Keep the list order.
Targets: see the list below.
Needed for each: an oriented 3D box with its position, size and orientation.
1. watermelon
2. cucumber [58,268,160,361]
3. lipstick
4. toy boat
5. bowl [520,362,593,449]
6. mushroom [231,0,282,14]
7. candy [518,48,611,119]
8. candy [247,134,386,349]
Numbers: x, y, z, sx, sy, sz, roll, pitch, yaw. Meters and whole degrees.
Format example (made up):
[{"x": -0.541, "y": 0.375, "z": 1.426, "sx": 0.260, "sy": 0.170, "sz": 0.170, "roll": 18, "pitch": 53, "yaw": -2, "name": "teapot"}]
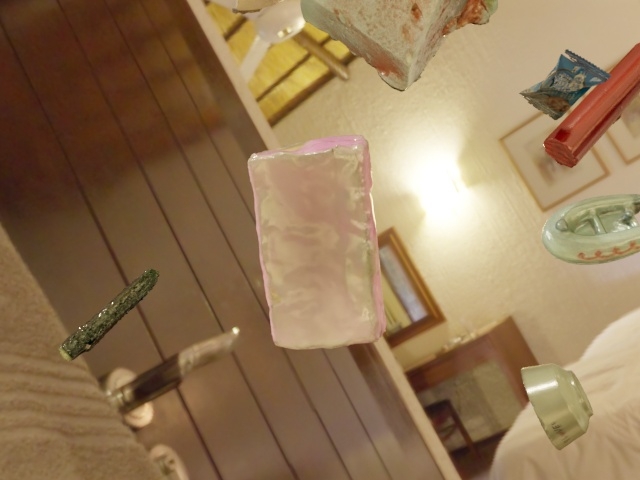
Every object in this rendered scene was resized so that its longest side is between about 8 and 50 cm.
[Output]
[{"x": 0.143, "y": -0.319, "z": 0.951, "sx": 0.320, "sy": 0.213, "sz": 0.289, "roll": -2, "pitch": 5, "yaw": -17, "name": "watermelon"}, {"x": -0.397, "y": 0.137, "z": 1.330, "sx": 0.256, "sy": 0.044, "sz": 0.043, "roll": -48, "pitch": -17, "yaw": -38, "name": "cucumber"}, {"x": 0.511, "y": -0.247, "z": 1.230, "sx": 0.279, "sy": 0.073, "sz": 0.073, "roll": -45, "pitch": -6, "yaw": -13, "name": "lipstick"}, {"x": 0.513, "y": -0.028, "z": 1.269, "sx": 0.208, "sy": 0.134, "sz": 0.079, "roll": -13, "pitch": -39, "yaw": 11, "name": "toy boat"}, {"x": 0.581, "y": 0.386, "z": 1.664, "sx": 0.112, "sy": 0.211, "sz": 0.211, "roll": -28, "pitch": -9, "yaw": 17, "name": "bowl"}, {"x": -0.080, "y": -0.540, "z": 1.212, "sx": 0.162, "sy": 0.236, "sz": 0.173, "roll": -7, "pitch": 8, "yaw": -11, "name": "mushroom"}, {"x": 0.396, "y": -0.253, "z": 1.133, "sx": 0.136, "sy": 0.088, "sz": 0.038, "roll": -46, "pitch": 23, "yaw": 59, "name": "candy"}, {"x": 0.000, "y": 0.000, "z": 0.911, "sx": 0.156, "sy": 0.265, "sz": 0.116, "roll": -4, "pitch": 13, "yaw": 8, "name": "candy"}]
